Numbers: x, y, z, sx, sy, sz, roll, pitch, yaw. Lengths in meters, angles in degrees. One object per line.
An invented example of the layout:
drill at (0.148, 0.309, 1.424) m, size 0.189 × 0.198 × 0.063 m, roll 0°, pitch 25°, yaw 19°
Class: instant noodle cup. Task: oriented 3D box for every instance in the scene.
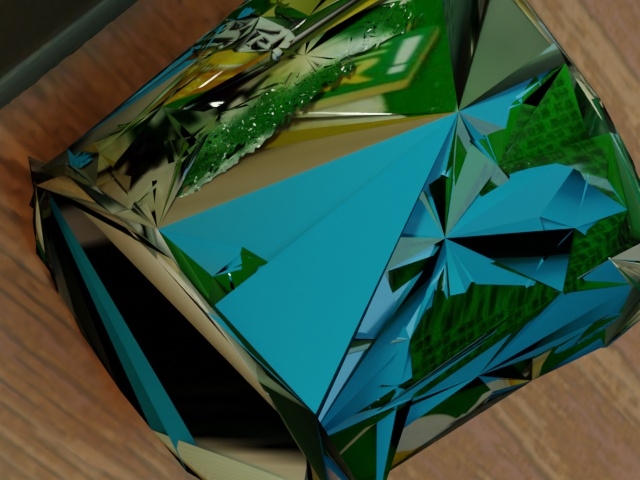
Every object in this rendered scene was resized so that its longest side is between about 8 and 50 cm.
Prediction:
instant noodle cup at (0.000, 0.000, 0.771) m, size 0.178 × 0.240 × 0.240 m, roll -37°, pitch 126°, yaw -22°

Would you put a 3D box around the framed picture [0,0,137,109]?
framed picture at (-0.146, -0.117, 0.662) m, size 0.293 × 0.018 × 0.231 m, roll -44°, pitch 155°, yaw -28°
